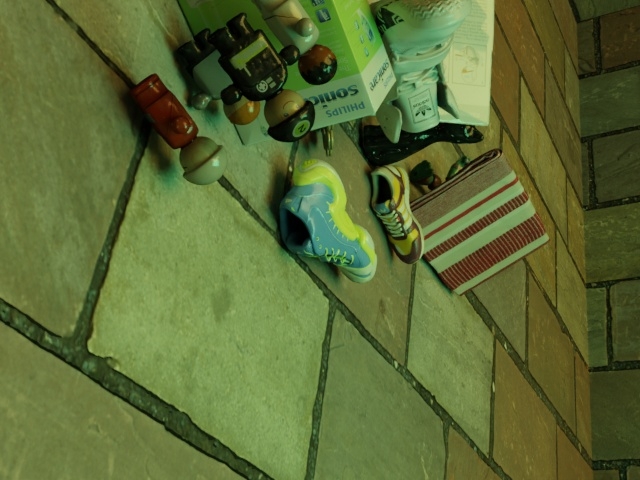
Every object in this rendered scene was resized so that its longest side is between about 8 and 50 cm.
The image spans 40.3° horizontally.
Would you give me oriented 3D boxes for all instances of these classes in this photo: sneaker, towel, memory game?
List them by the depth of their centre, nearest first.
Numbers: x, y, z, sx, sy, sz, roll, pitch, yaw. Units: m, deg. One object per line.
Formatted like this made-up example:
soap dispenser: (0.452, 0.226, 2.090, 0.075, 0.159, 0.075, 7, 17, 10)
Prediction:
sneaker: (0.148, -0.260, 1.283, 0.366, 0.137, 0.210, -141, -150, -74)
sneaker: (0.000, 0.000, 1.309, 0.126, 0.091, 0.240, -52, 129, -32)
memory game: (0.006, -0.222, 1.351, 0.186, 0.012, 0.186, 174, -90, -87)
sneaker: (0.130, -0.044, 1.577, 0.084, 0.069, 0.185, -12, 86, -54)
towel: (0.308, -0.027, 1.732, 0.329, 0.237, 0.037, 46, 16, -47)

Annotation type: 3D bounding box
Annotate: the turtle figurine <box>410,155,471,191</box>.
turtle figurine: (0.284, -0.086, 1.815, 0.234, 0.118, 0.175, 10, 47, -45)

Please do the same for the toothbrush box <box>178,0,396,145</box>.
toothbrush box: (-0.050, -0.292, 1.154, 0.283, 0.206, 0.122, 66, 30, -23)

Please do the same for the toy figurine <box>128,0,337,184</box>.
toy figurine: (-0.091, -0.184, 1.033, 0.148, 0.213, 0.209, 53, 33, -18)

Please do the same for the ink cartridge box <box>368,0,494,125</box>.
ink cartridge box: (0.146, -0.395, 1.514, 0.308, 0.091, 0.385, 2, 88, -18)

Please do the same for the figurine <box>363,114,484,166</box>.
figurine: (0.187, -0.255, 1.582, 0.092, 0.209, 0.215, 34, 51, -61)
